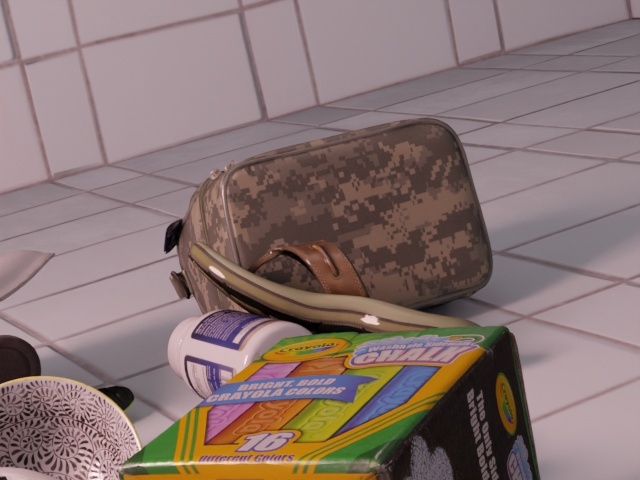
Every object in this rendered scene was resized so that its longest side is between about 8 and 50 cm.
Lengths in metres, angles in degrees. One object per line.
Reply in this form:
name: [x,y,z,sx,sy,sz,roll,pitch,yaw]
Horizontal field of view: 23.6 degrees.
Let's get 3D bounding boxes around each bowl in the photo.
bowl: [-0.221,0.201,1.214,0.170,0.170,0.080,-15,-30,-12]

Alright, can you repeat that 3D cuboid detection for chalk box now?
chalk box: [0.033,0.165,0.987,0.179,0.180,0.289,-5,13,27]

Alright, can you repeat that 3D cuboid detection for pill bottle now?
pill bottle: [-0.078,0.116,1.479,0.094,0.094,0.169,-20,15,-31]

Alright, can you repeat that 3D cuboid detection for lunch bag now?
lunch bag: [0.000,0.000,1.694,0.305,0.213,0.256,-16,-3,-18]

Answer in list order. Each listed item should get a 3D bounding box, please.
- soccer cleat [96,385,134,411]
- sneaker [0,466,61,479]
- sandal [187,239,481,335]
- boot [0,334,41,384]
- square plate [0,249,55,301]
soccer cleat: [-0.269,0.165,1.491,0.179,0.072,0.060,-17,14,-20]
sneaker: [-0.194,0.221,1.079,0.216,0.079,0.121,5,13,-2]
sandal: [0.020,0.050,1.470,0.302,0.086,0.120,14,-14,10]
boot: [-0.359,0.161,1.416,0.264,0.096,0.280,-50,12,2]
square plate: [-0.450,0.125,1.555,0.347,0.049,0.344,-35,6,7]
